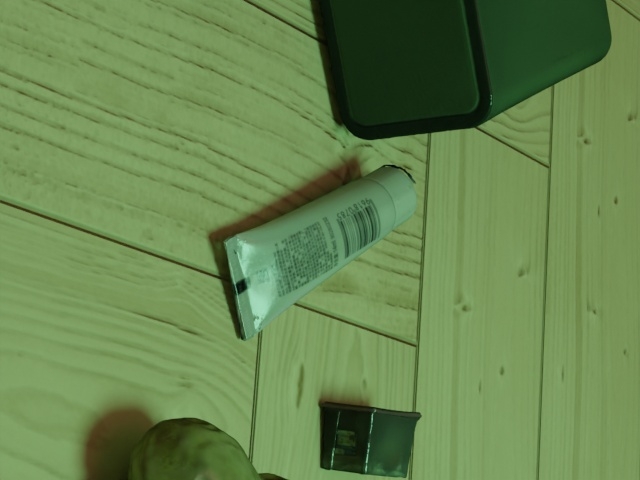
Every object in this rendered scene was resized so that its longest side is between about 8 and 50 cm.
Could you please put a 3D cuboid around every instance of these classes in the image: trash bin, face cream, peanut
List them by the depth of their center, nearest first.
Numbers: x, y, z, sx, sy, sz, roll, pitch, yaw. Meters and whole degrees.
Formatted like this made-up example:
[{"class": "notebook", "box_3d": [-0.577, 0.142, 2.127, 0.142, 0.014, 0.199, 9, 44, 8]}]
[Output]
[{"class": "peanut", "box_3d": [-0.056, 0.228, 1.436, 0.274, 0.111, 0.125, 48, 44, -40]}, {"class": "face cream", "box_3d": [0.000, 0.000, 1.603, 0.244, 0.058, 0.092, -31, 117, -46]}, {"class": "trash bin", "box_3d": [0.146, -0.241, 1.759, 0.343, 0.158, 0.222, -27, 108, -59]}]

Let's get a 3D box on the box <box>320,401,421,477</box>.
[{"class": "box", "box_3d": [0.044, 0.180, 1.633, 0.085, 0.060, 0.063, 14, 79, -55]}]
